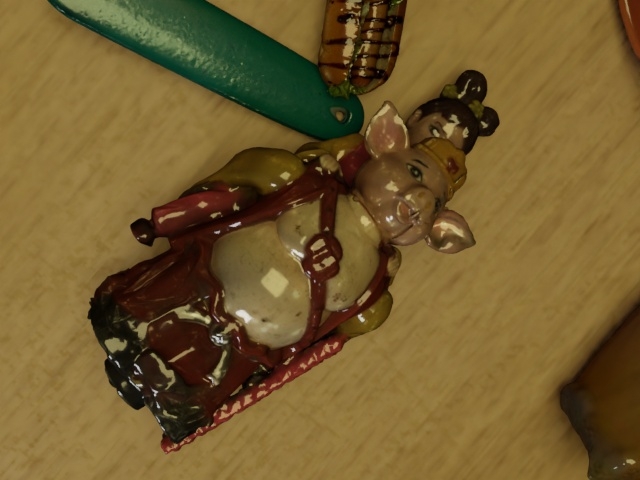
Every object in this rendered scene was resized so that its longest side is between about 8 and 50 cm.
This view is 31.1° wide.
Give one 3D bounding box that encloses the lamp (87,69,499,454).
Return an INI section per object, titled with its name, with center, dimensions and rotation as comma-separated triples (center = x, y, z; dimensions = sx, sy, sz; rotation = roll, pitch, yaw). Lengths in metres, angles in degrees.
[lamp]
center = 0.000, 0.000, 0.598
dimensions = 0.253, 0.118, 0.118
rotation = -32, 98, -2

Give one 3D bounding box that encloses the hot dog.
[hot dog]
center = 0.027, -0.136, 0.624
dimensions = 0.049, 0.037, 0.122
rotation = 5, 95, -31

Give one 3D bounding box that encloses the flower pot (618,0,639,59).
[flower pot]
center = 0.270, -0.168, 0.590
dimensions = 0.173, 0.190, 0.190
rotation = -16, 96, -16

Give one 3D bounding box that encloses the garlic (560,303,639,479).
[garlic]
center = 0.273, 0.036, 0.623
dimensions = 0.318, 0.143, 0.112
rotation = -33, 128, 1

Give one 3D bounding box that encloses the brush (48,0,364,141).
[brush]
center = -0.062, -0.105, 0.626
dimensions = 0.193, 0.032, 0.043
rotation = 26, 86, -20
